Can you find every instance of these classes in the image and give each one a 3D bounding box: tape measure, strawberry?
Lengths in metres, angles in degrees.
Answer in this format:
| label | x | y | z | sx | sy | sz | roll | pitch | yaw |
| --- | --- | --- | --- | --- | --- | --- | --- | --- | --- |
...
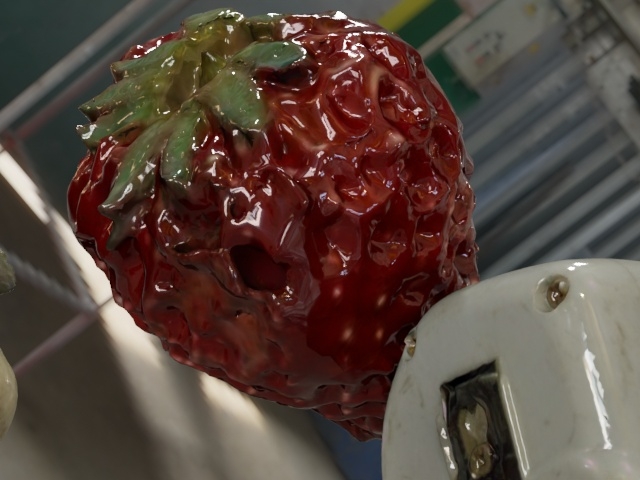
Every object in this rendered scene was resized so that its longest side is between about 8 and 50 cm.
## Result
| label | x | y | z | sx | sy | sz | roll | pitch | yaw |
| --- | --- | --- | --- | --- | --- | --- | --- | --- | --- |
| tape measure | 0.138 | 0.152 | 0.978 | 0.130 | 0.258 | 0.265 | 0 | 66 | -31 |
| strawberry | 0.000 | 0.000 | 1.145 | 0.345 | 0.317 | 0.295 | 49 | 47 | -31 |

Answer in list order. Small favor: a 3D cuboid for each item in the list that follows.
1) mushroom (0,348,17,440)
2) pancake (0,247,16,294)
| label | x | y | z | sx | sy | sz | roll | pitch | yaw |
| --- | --- | --- | --- | --- | --- | --- | --- | --- | --- |
| mushroom | -0.449 | 0.200 | 1.668 | 0.260 | 0.253 | 0.234 | 60 | 11 | -46 |
| pancake | -0.315 | -0.052 | 1.058 | 0.294 | 0.049 | 0.294 | 45 | 1 | -1 |
